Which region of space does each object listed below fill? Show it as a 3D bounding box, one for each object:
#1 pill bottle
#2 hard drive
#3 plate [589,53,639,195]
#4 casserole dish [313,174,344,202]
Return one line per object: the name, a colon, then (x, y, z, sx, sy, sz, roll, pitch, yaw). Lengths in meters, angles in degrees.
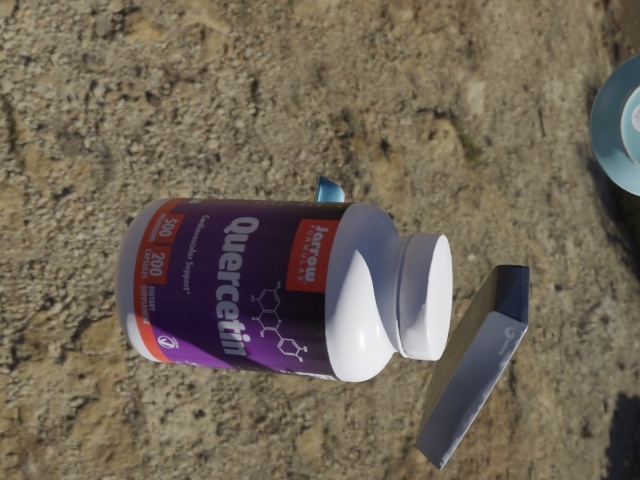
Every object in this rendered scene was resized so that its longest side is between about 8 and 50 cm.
pill bottle: (-0.035, 0.048, 0.858, 0.181, 0.323, 0.181, 2, 90, -71)
hard drive: (0.199, 0.161, 1.098, 0.172, 0.054, 0.254, -62, 175, -60)
plate: (0.432, -0.145, 1.038, 0.024, 0.188, 0.188, -115, -171, -82)
casserole dish: (0.000, 0.000, 1.026, 0.188, 0.037, 0.114, 102, -4, -61)
